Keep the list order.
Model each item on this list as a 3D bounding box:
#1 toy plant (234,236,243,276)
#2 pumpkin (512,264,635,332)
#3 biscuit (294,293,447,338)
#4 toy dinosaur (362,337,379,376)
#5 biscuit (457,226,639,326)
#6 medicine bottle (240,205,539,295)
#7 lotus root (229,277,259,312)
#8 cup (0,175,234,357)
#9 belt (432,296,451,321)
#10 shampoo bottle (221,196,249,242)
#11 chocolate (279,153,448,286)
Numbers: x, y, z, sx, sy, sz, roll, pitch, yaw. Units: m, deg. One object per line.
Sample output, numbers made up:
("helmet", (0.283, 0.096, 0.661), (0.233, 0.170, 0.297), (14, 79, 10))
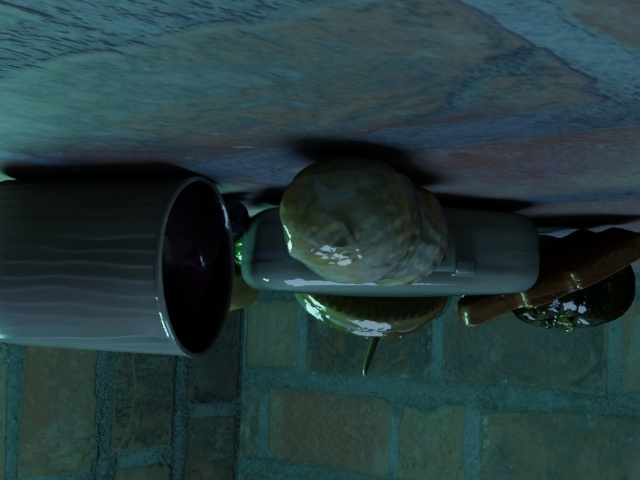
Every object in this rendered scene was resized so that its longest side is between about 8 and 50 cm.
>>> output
("toy plant", (-0.114, 0.012, 1.487), (0.162, 0.092, 0.093), (-5, 171, 30))
("pumpkin", (0.449, 0.088, 1.716), (0.238, 0.159, 0.238), (7, 173, 1))
("biscuit", (0.076, 0.062, 1.458), (0.259, 0.079, 0.259), (5, -147, -3))
("toy dinosaur", (0.137, 0.078, 1.575), (0.251, 0.199, 0.072), (-27, 144, -2))
("biscuit", (0.342, 0.045, 1.388), (0.306, 0.043, 0.284), (-17, -168, 43))
("medicine bottle", (0.087, 0.015, 1.264), (0.375, 0.123, 0.282), (2, 178, -12))
("lotus root", (-0.239, 0.047, 1.616), (0.169, 0.151, 0.343), (-22, 156, 38))
("cup", (-0.246, 0.028, 1.141), (0.273, 0.208, 0.288), (1, -178, 15))
("belt", (0.127, 0.078, 1.776), (0.258, 0.150, 0.207), (0, -177, 26))
("shampoo bottle", (-0.147, -0.019, 1.286), (0.072, 0.072, 0.214), (4, 173, -19))
("chocolate", (0.054, -0.017, 0.973), (0.134, 0.134, 0.309), (-1, 176, 24))
